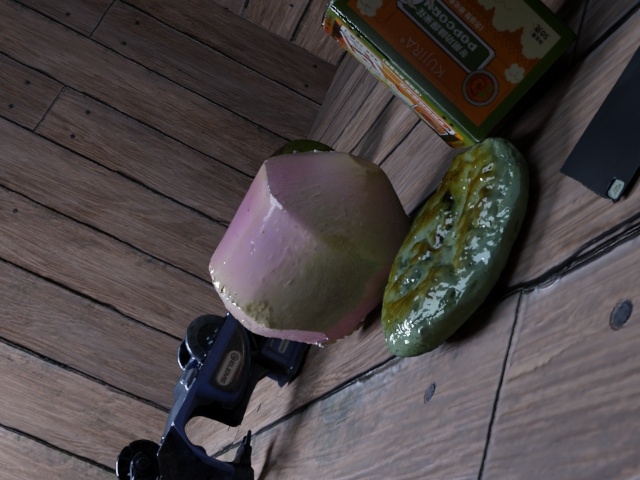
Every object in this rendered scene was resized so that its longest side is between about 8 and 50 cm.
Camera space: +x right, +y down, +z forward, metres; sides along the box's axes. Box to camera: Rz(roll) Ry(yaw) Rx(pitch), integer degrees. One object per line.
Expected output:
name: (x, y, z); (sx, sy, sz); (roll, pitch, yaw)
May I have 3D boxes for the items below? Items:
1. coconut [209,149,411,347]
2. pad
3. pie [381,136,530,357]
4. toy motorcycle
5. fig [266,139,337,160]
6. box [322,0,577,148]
coconut: (0.000, 0.000, 0.932); (0.245, 0.233, 0.233); (-53, 13, 24)
pad: (0.246, -0.122, 0.529); (0.193, 0.004, 0.116); (-62, 9, 13)
pie: (0.124, 0.006, 0.710); (0.240, 0.054, 0.240); (-60, 8, 14)
toy motorcycle: (-0.158, 0.268, 1.137); (0.358, 0.212, 0.125); (-65, 6, -34)
fig: (-0.031, -0.096, 1.549); (0.203, 0.203, 0.225); (-75, -25, -51)
box: (0.121, -0.213, 0.752); (0.148, 0.195, 0.177); (-47, 6, 8)
